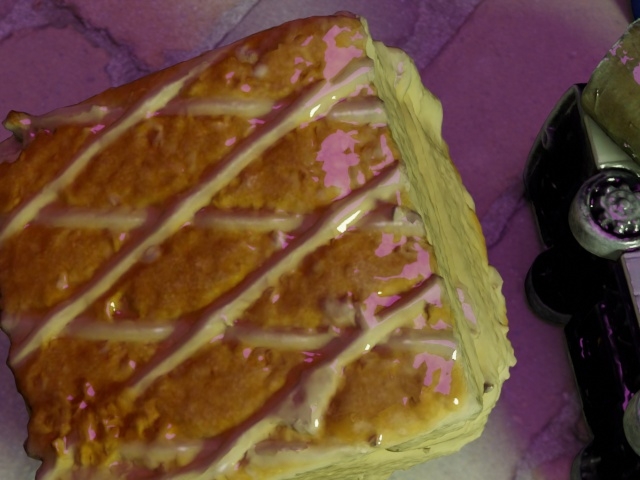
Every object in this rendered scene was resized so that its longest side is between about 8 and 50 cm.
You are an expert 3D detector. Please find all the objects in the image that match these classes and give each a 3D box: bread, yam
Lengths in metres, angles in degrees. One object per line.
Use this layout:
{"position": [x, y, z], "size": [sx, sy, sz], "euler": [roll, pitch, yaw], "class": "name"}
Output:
{"position": [-0.057, 0.038, 1.298], "size": [0.390, 0.279, 0.371], "euler": [-19, 73, 11], "class": "bread"}
{"position": [0.344, -0.075, 1.335], "size": [0.106, 0.106, 0.259], "euler": [-38, 75, -22], "class": "yam"}

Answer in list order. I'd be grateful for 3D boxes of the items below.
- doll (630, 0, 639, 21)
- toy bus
{"position": [0.467, -0.351, 1.669], "size": [0.376, 0.187, 0.365], "euler": [13, 52, 25], "class": "doll"}
{"position": [0.355, 0.072, 1.436], "size": [0.249, 0.209, 0.440], "euler": [-6, 65, -11], "class": "toy bus"}
